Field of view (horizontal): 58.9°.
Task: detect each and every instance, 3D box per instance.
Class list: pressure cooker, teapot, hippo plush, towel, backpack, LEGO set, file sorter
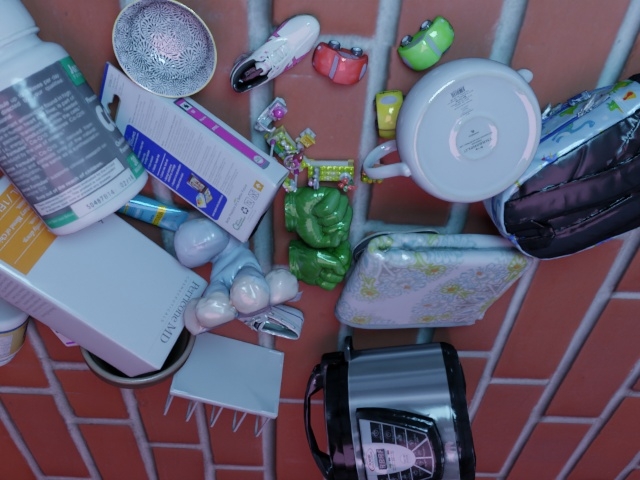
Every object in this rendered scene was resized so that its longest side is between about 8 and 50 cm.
[{"bbox_3d":[0.166,0.463,1.459,0.419,0.370,0.376,-7,141,9],"label":"pressure cooker"},{"bbox_3d":[0.232,-0.194,0.974,0.255,0.187,0.253,13,111,-13],"label":"teapot"},{"bbox_3d":[-0.170,0.040,1.180,0.234,0.237,0.294,-26,171,38],"label":"hippo plush"},{"bbox_3d":[0.240,0.092,1.250,0.374,0.090,0.321,0,146,-13],"label":"towel"},{"bbox_3d":[0.477,-0.117,1.037,0.355,0.273,0.290,-39,125,5],"label":"backpack"},{"bbox_3d":[-0.008,-0.143,1.099,0.286,0.107,0.132,29,126,-22],"label":"LEGO set"},{"bbox_3d":[-0.264,0.392,1.527,0.277,0.193,0.173,18,133,-14],"label":"file sorter"}]

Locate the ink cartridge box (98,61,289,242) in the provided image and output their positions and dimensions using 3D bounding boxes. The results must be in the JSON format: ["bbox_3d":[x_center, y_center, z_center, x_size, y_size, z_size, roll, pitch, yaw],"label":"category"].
[{"bbox_3d":[-0.248,-0.166,1.057,0.370,0.069,0.176,35,134,-2],"label":"ink cartridge box"}]

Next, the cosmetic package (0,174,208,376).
[{"bbox_3d":[-0.489,0.062,1.164,0.453,0.230,0.161,40,143,-23],"label":"cosmetic package"}]

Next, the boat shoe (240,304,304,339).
[{"bbox_3d":[-0.148,0.189,1.417,0.226,0.076,0.083,13,130,-10],"label":"boat shoe"}]

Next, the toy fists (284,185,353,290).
[{"bbox_3d":[0.000,0.000,1.234,0.142,0.096,0.279,0,130,2],"label":"toy fists"}]

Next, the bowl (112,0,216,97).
[{"bbox_3d":[-0.254,-0.336,0.954,0.170,0.080,0.170,0,132,0],"label":"bowl"}]

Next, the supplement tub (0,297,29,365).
[{"bbox_3d":[-0.810,0.212,1.411,0.144,0.144,0.200,21,129,-16],"label":"supplement tub"}]

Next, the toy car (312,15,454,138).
[{"bbox_3d":[0.134,-0.300,0.993,0.225,0.053,0.239,-33,123,27],"label":"toy car"}]

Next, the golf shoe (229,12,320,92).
[{"bbox_3d":[-0.076,-0.312,0.968,0.186,0.086,0.067,-30,123,24],"label":"golf shoe"}]

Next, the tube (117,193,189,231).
[{"bbox_3d":[-0.391,-0.072,1.217,0.207,0.052,0.080,20,146,-21],"label":"tube"}]

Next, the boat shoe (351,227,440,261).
[{"bbox_3d":[0.169,0.023,1.268,0.205,0.065,0.075,-11,130,11],"label":"boat shoe"}]

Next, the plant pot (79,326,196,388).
[{"bbox_3d":[-0.447,0.253,1.399,0.262,0.263,0.229,13,149,-10],"label":"plant pot"}]

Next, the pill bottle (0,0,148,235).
[{"bbox_3d":[-0.479,-0.205,0.971,0.204,0.204,0.361,-20,117,18],"label":"pill bottle"}]

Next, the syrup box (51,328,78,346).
[{"bbox_3d":[-0.628,0.148,1.383,0.096,0.093,0.237,-10,131,10],"label":"syrup box"}]
